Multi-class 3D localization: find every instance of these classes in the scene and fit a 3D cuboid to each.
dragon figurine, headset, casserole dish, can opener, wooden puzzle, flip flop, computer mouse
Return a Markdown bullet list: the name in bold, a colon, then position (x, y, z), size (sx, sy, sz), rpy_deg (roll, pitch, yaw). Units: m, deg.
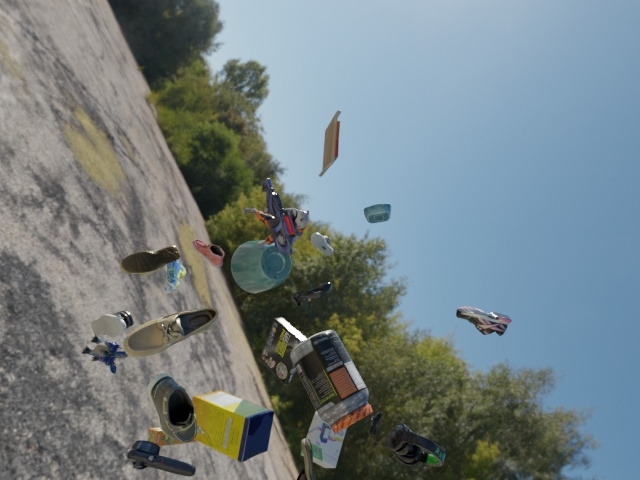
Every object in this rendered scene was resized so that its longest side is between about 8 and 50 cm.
- **dragon figurine**: position (-0.734, 0.411, 1.482), size (0.144, 0.085, 0.289), rpy_deg (25, -30, 12)
- **headset**: position (0.414, 0.964, 2.048), size (0.395, 0.185, 0.243), rpy_deg (-1, -46, 37)
- **casserole dish**: position (0.240, -0.108, 1.750), size (0.188, 0.114, 0.036), rpy_deg (51, 31, -75)
- **can opener**: position (-0.422, 0.589, 1.119), size (0.059, 0.186, 0.073), rpy_deg (105, 3, -56)
- **wooden puzzle**: position (0.046, -0.401, 1.776), size (0.221, 0.045, 0.238), rpy_deg (161, -61, -79)
- **flip flop**: position (-0.058, 0.879, 1.547), size (0.112, 0.080, 0.276), rpy_deg (107, -24, -80)
- **computer mouse**: position (-0.044, 0.350, 2.612), size (0.184, 0.262, 0.060), rpy_deg (93, -25, -65)

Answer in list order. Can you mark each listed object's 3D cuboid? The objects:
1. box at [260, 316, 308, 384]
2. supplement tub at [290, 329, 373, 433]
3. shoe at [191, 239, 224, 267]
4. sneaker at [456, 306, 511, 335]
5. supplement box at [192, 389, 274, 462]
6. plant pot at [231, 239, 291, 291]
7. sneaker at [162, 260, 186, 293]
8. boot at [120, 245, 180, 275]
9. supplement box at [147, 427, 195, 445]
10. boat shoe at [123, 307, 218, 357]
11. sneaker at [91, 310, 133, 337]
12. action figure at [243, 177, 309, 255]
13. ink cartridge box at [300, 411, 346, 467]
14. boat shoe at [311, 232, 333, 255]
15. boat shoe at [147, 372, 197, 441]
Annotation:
- **box**: position (-0.192, 0.565, 2.165), size (0.216, 0.060, 0.269), rpy_deg (33, -69, 37)
- **supplement tub**: position (0.041, 0.496, 1.488), size (0.315, 0.194, 0.193), rpy_deg (60, -12, 23)
- **shoe**: position (-0.493, 0.038, 1.851), size (0.178, 0.064, 0.081), rpy_deg (41, -47, 14)
- **sneaker**: position (0.535, 0.273, 1.387), size (0.072, 0.179, 0.077), rpy_deg (-61, 164, -81)
- **supplement box**: position (-0.429, 0.868, 1.993), size (0.194, 0.357, 0.195), rpy_deg (18, 81, -59)
- **plant pot**: position (-0.290, 0.130, 2.231), size (0.235, 0.293, 0.292), rpy_deg (-13, -77, 53)
- **sneaker**: position (-0.831, 0.191, 2.327), size (0.240, 0.091, 0.126), rpy_deg (-89, 162, -64)
- **boot**: position (-0.768, 0.105, 1.821), size (0.204, 0.262, 0.095), rpy_deg (-23, -90, 39)
- **supplement box**: position (-0.732, 0.967, 2.086), size (0.080, 0.234, 0.077), rpy_deg (-8, -109, 40)
- **boat shoe**: position (-0.480, 0.287, 1.370), size (0.098, 0.303, 0.109), rpy_deg (-43, -114, 53)
- **sneaker**: position (-0.892, 0.358, 1.868), size (0.296, 0.147, 0.104), rpy_deg (-15, -87, 42)
- **action figure**: position (-0.187, -0.110, 1.865), size (0.331, 0.179, 0.340), rpy_deg (-2, -77, 38)
- **ink cartridge box**: position (0.021, 0.946, 2.009), size (0.154, 0.212, 0.093), rpy_deg (36, -40, -14)
- **boat shoe**: position (0.000, 0.000, 2.090), size (0.183, 0.065, 0.083), rpy_deg (50, 18, -46)
- **boat shoe**: position (-0.456, 0.555, 1.343), size (0.091, 0.109, 0.304), rpy_deg (16, -49, 34)
